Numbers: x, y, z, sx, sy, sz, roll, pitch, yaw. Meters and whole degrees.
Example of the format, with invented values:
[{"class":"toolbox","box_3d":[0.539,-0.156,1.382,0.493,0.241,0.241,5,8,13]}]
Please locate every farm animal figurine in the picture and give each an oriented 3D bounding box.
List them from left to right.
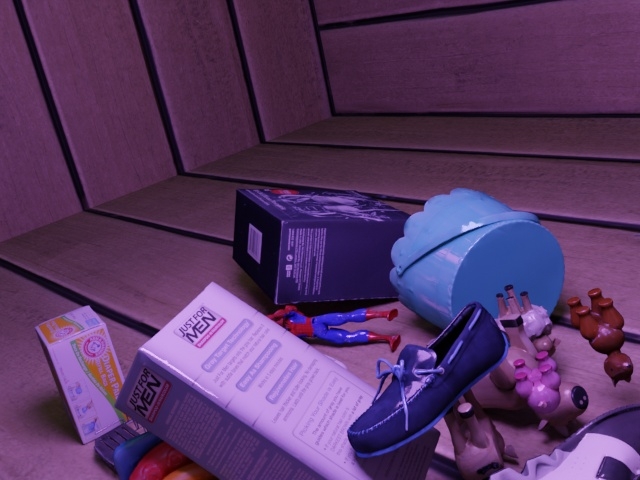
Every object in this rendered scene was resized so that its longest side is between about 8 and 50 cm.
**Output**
[{"class":"farm animal figurine","box_3d":[0.276,0.213,1.045,0.330,0.172,0.327,-28,12,-19]}]

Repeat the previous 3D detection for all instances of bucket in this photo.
[{"class":"bucket","box_3d":[0.286,0.052,1.322,0.281,0.281,0.183,-19,24,-18]}]

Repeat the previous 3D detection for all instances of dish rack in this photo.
[{"class":"dish rack","box_3d":[-0.248,0.292,1.250,0.271,0.074,0.208,-27,24,-35]}]

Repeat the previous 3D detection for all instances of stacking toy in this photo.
[{"class":"stacking toy","box_3d":[-0.137,0.368,0.901,0.166,0.175,0.302,-18,32,-17]}]

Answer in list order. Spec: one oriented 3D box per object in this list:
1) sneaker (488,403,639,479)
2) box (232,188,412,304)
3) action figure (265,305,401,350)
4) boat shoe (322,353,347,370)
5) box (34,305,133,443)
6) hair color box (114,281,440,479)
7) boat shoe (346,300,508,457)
[{"class":"sneaker","box_3d":[0.318,0.307,0.845,0.331,0.122,0.146,-21,39,-25]},{"class":"box","box_3d":[0.000,0.000,1.627,0.313,0.179,0.343,0,15,-23]},{"class":"action figure","box_3d":[-0.005,0.175,1.389,0.280,0.091,0.139,-1,12,28]},{"class":"boat shoe","box_3d":[-0.054,0.227,1.329,0.226,0.083,0.076,17,21,34]},{"class":"box","box_3d":[-0.418,0.237,1.308,0.103,0.203,0.114,-22,22,-26]},{"class":"hair color box","box_3d":[-0.048,0.230,0.940,0.374,0.113,0.185,33,31,5]},{"class":"boat shoe","box_3d":[0.122,0.165,0.912,0.258,0.089,0.109,-34,13,-35]}]
